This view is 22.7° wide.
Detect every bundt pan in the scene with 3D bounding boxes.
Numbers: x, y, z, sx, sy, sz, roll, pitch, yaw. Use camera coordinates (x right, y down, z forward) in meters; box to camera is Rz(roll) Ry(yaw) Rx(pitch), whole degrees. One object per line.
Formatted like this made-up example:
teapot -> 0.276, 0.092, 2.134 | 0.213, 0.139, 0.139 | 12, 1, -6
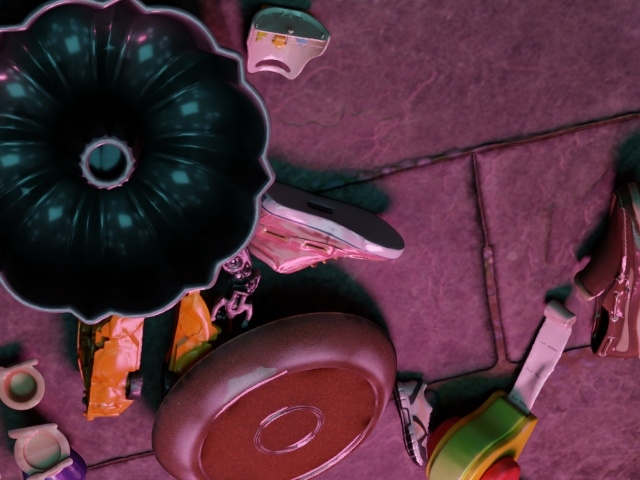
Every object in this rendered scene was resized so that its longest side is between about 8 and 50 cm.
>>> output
bundt pan -> -0.216, -0.091, 1.585 | 0.331, 0.124, 0.330 | -3, 106, -11

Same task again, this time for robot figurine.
robot figurine -> -0.183, 0.079, 1.781 | 0.211, 0.085, 0.291 | 3, 126, -13

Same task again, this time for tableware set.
tableware set -> -0.371, 0.211, 1.838 | 0.141, 0.020, 0.168 | -14, 98, 1

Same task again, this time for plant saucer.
plant saucer -> -0.044, 0.207, 1.870 | 0.311, 0.050, 0.310 | -17, 141, -14

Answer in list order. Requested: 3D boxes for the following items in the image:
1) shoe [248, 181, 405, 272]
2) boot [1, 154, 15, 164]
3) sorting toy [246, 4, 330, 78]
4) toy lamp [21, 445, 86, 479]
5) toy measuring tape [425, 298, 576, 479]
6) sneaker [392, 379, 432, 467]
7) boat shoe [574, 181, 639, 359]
shoe -> 0.000, 0.000, 1.775 | 0.178, 0.063, 0.081 | 20, 121, -17
boot -> -0.442, -0.021, 1.676 | 0.281, 0.096, 0.264 | 7, 117, -24
sorting toy -> -0.042, -0.198, 1.634 | 0.083, 0.045, 0.075 | 8, 131, -17
toy lamp -> -0.294, 0.339, 1.957 | 0.080, 0.080, 0.274 | -19, 130, 3
toy measuring tape -> 0.208, 0.222, 1.942 | 0.121, 0.121, 0.330 | 13, 119, -19
sneaker -> 0.120, 0.222, 1.947 | 0.044, 0.040, 0.109 | -10, 88, -15
boat shoe -> 0.345, 0.046, 1.857 | 0.095, 0.095, 0.257 | -9, 128, 3
